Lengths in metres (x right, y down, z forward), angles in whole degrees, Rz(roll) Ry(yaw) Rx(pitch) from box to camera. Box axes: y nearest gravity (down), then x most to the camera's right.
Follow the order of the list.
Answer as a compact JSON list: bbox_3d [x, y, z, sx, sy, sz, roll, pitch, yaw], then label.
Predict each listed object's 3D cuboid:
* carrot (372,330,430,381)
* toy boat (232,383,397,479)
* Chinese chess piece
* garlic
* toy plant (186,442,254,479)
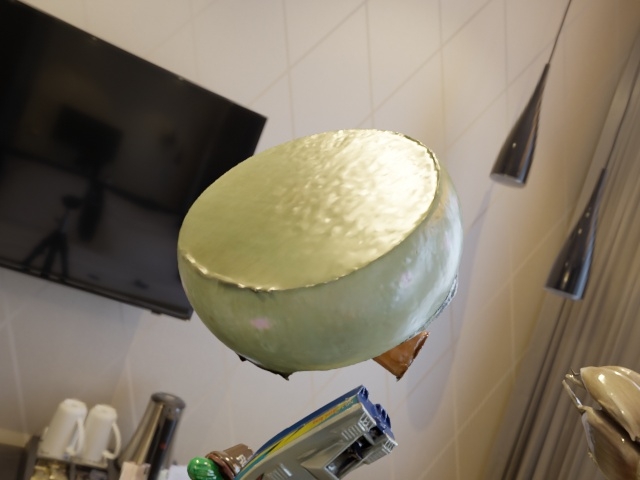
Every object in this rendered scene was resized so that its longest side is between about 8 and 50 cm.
[{"bbox_3d":[0.134,0.191,1.361,0.254,0.196,0.196,36,1,12],"label":"carrot"},{"bbox_3d":[-0.029,0.346,0.871,0.129,0.295,0.088,53,8,-34],"label":"toy boat"},{"bbox_3d":[0.000,0.000,0.702,0.349,0.349,0.146,18,-40,41],"label":"Chinese chess piece"},{"bbox_3d":[0.606,0.377,1.130,0.237,0.210,0.292,38,8,-11],"label":"garlic"},{"bbox_3d":[-0.223,0.508,1.183,0.105,0.143,0.200,-5,16,45],"label":"toy plant"}]
